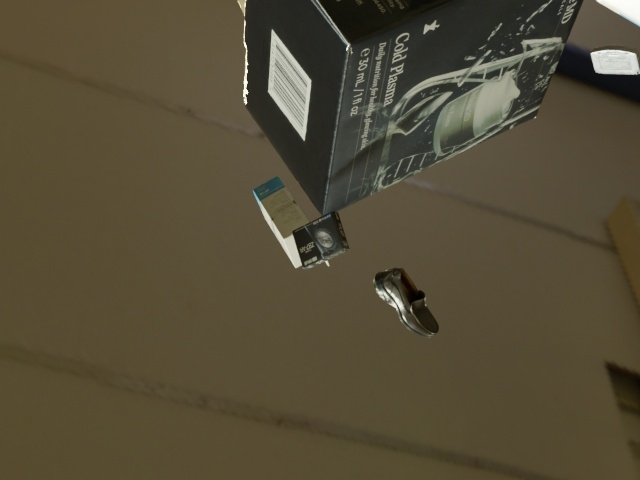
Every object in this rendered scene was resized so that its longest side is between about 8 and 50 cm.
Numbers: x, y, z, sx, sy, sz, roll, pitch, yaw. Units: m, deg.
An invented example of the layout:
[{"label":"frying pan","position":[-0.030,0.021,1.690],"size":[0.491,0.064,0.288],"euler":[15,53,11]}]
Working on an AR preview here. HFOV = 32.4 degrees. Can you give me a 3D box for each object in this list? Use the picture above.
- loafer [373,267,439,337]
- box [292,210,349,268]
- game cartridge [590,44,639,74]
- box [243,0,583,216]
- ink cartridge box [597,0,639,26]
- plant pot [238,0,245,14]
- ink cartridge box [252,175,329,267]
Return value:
[{"label":"loafer","position":[0.173,0.118,2.071],"size":[0.170,0.061,0.062],"euler":[45,-138,-22]},{"label":"box","position":[0.000,0.000,1.761],"size":[0.018,0.083,0.067],"euler":[11,-122,-57]},{"label":"game cartridge","position":[0.515,-0.315,1.917],"size":[0.083,0.056,0.017],"euler":[8,-125,34]},{"label":"box","position":[0.146,-0.351,1.816],"size":[0.472,0.480,0.297],"euler":[-27,-114,-18]},{"label":"ink cartridge box","position":[0.485,-0.397,1.604],"size":[0.092,0.090,0.143],"euler":[33,-121,9]},{"label":"plant pot","position":[-0.020,-0.515,2.133],"size":[0.256,0.274,0.256],"euler":[37,-138,-43]},{"label":"ink cartridge box","position":[-0.057,-0.024,2.108],"size":[0.060,0.104,0.180],"euler":[-29,-127,-6]}]
